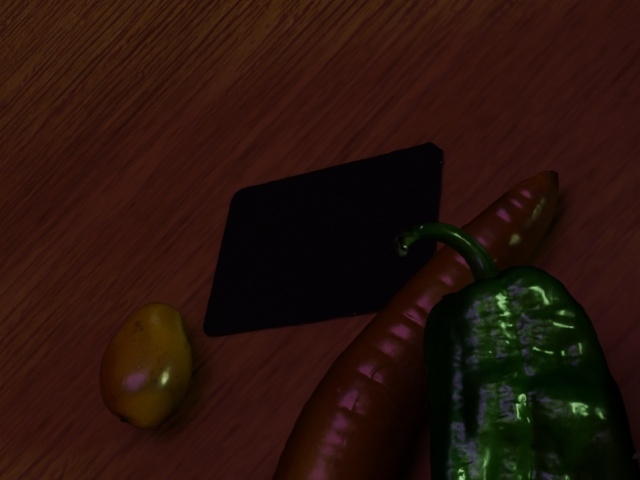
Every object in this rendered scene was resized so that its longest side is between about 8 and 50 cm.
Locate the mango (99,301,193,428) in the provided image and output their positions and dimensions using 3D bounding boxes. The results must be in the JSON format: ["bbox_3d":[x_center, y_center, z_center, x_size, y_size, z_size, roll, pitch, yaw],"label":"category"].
[{"bbox_3d":[-0.103,0.072,0.562,0.060,0.046,0.089,-21,37,20],"label":"mango"}]

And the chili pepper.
[{"bbox_3d":[0.079,0.112,0.369,0.100,0.074,0.257,1,59,-2],"label":"chili pepper"}]

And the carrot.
[{"bbox_3d":[0.035,0.070,0.455,0.271,0.062,0.066,-60,13,-20],"label":"carrot"}]

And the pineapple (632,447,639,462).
[{"bbox_3d":[0.214,0.068,0.306,0.225,0.076,0.225,-15,56,24],"label":"pineapple"}]

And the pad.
[{"bbox_3d":[0.000,0.000,0.566,0.157,0.003,0.112,-11,54,30],"label":"pad"}]
